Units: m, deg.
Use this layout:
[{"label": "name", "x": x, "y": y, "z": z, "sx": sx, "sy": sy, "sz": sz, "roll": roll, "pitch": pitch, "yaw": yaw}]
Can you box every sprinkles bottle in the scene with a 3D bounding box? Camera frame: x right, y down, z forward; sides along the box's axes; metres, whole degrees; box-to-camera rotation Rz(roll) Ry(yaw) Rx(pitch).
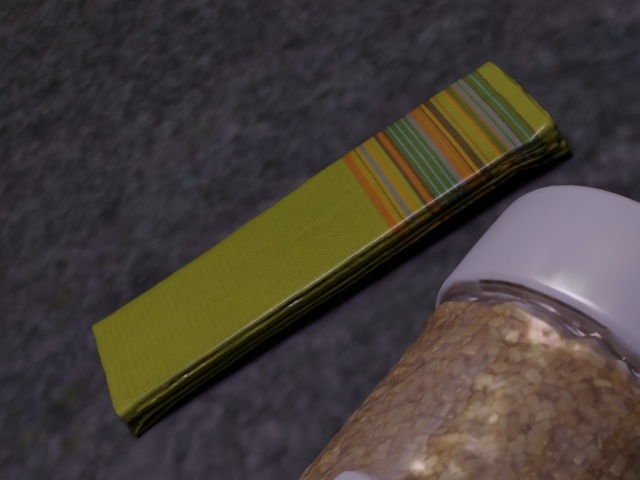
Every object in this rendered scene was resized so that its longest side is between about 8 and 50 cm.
[{"label": "sprinkles bottle", "x": 0.009, "y": 0.142, "z": 0.606, "sx": 0.121, "sy": 0.121, "sz": 0.355, "roll": 10, "pitch": 51, "yaw": 50}]

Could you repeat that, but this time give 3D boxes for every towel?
[{"label": "towel", "x": 0.000, "y": 0.000, "z": 0.924, "sx": 0.237, "sy": 0.021, "sz": 0.102, "roll": -34, "pitch": 24, "yaw": 2}]
